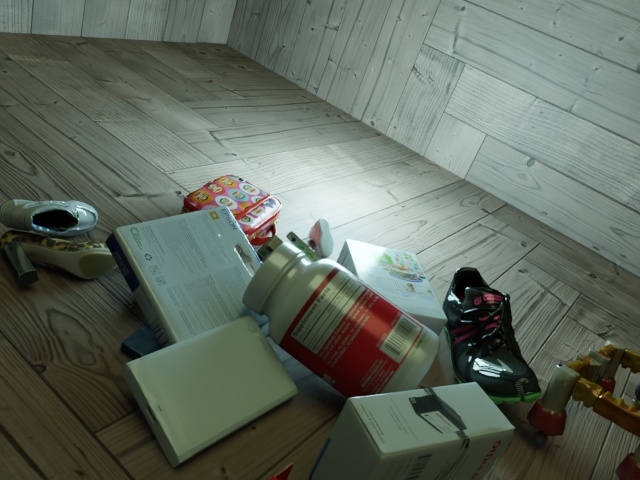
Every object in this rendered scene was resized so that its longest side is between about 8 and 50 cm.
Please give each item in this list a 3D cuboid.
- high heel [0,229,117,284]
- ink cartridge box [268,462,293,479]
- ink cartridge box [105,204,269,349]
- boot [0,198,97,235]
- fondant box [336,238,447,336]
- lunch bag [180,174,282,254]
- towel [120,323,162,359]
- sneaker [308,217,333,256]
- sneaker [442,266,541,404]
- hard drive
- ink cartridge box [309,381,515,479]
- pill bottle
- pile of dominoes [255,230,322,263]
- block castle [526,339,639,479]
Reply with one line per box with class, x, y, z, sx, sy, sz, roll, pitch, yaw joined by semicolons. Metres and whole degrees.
high heel;-0.598;0.012;1.331;0.261;0.093;0.186;-11;39;-41
ink cartridge box;-0.103;0.455;0.850;0.078;0.134;0.231;34;32;24
ink cartridge box;-0.273;0.090;1.309;0.330;0.071;0.324;-18;72;-52
boot;-0.611;-0.046;1.349;0.123;0.095;0.258;14;8;27
fondant box;0.194;0.140;1.632;0.238;0.096;0.330;12;31;-16
lunch bag;-0.249;-0.069;1.684;0.258;0.120;0.293;31;31;9
towel;-0.362;0.212;1.205;0.067;0.029;0.119;30;29;13
sneaker;0.000;0.000;1.802;0.051;0.070;0.134;11;58;-35
sneaker;0.419;0.234;1.476;0.185;0.202;0.482;-7;29;-5
hard drive;-0.206;0.280;1.120;0.308;0.040;0.203;-17;67;-48
ink cartridge box;0.167;0.392;1.045;0.308;0.223;0.129;3;33;-31
pill bottle;0.038;0.188;1.254;0.408;0.229;0.229;36;31;9
pile of dominoes;-0.050;0.094;1.414;0.251;0.196;0.040;44;53;-9
block castle;0.741;0.430;1.393;0.303;0.212;0.453;29;21;38
